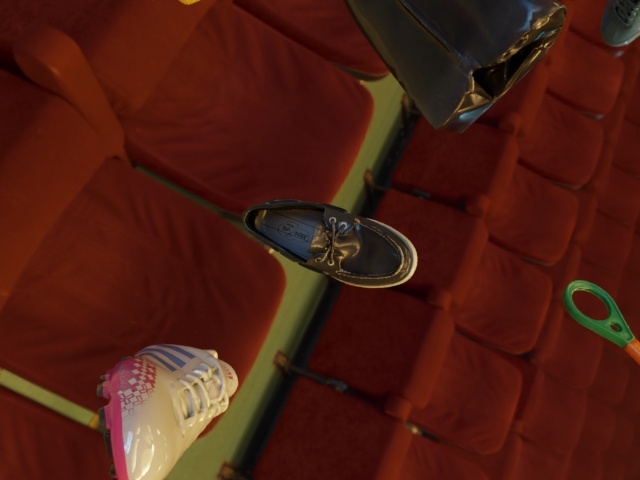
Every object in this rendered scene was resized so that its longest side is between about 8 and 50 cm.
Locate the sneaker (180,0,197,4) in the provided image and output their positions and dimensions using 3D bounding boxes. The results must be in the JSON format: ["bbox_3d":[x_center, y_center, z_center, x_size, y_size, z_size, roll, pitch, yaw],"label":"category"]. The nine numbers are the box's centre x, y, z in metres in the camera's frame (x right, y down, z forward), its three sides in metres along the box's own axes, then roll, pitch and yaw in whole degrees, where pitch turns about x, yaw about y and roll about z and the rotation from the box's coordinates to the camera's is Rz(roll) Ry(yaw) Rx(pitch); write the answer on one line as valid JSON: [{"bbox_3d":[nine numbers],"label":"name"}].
[{"bbox_3d":[-0.192,-0.273,0.572,0.088,0.225,0.092,-46,142,-24],"label":"sneaker"}]

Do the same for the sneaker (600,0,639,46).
[{"bbox_3d":[0.400,-0.315,0.754,0.082,0.069,0.209,-36,166,-17],"label":"sneaker"}]

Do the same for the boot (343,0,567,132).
[{"bbox_3d":[0.153,-0.415,0.782,0.146,0.445,0.367,-10,149,-35],"label":"boot"}]

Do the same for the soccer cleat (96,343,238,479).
[{"bbox_3d":[-0.162,0.173,0.679,0.331,0.143,0.115,-173,-104,-77],"label":"soccer cleat"}]

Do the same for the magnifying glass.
[{"bbox_3d":[0.519,0.161,1.049,0.092,0.231,0.026,-21,147,-30],"label":"magnifying glass"}]

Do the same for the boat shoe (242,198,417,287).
[{"bbox_3d":[0.001,-0.004,1.062,0.113,0.340,0.127,9,104,-58],"label":"boat shoe"}]
